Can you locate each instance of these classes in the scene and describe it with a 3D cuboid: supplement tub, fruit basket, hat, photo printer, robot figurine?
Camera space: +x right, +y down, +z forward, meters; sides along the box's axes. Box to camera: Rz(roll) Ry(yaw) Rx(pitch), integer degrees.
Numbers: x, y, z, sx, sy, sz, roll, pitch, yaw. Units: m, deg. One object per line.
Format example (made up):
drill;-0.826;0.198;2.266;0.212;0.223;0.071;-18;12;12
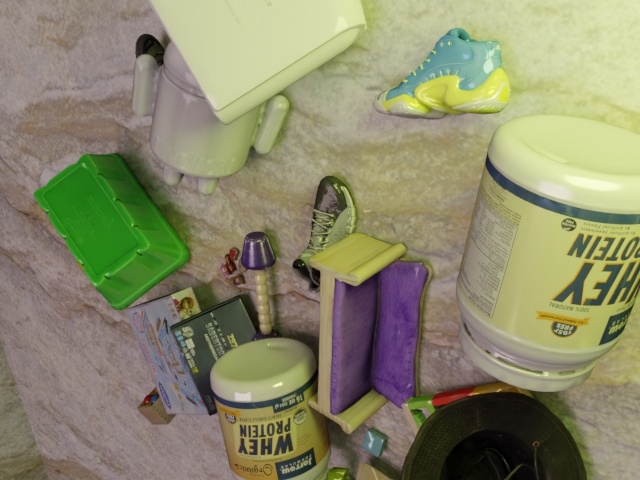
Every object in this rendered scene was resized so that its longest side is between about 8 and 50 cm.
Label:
supplement tub;0.316;0.017;0.931;0.235;0.235;0.325;28;127;32
fruit basket;-0.538;-0.012;1.785;0.392;0.283;0.392;53;180;1
hat;0.270;0.386;1.145;0.134;0.331;0.332;-149;41;-76
supplement tub;-0.100;0.395;1.481;0.228;0.228;0.316;8;115;42
photo printer;-0.094;-0.375;1.127;0.307;0.107;0.256;-31;84;5
robot figurine;-0.216;-0.262;1.327;0.299;0.200;0.354;13;125;-10

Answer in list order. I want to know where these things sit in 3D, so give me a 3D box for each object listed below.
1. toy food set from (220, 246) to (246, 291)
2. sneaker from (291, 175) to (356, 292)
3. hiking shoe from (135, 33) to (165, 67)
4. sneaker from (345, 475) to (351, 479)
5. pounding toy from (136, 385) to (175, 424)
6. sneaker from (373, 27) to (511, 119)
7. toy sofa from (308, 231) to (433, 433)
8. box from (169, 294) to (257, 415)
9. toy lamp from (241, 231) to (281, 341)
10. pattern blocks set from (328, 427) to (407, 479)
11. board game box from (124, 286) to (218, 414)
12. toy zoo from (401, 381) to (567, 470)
toy food set;-0.207;0.066;1.621;0.078;0.019;0.122;35;130;27
sneaker;0.000;0.000;1.304;0.086;0.132;0.229;16;120;39
hiking shoe;-0.308;-0.356;1.477;0.114;0.086;0.227;-26;99;36
sneaker;0.103;0.657;1.563;0.262;0.099;0.121;44;130;18
pounding toy;-0.455;0.445;1.981;0.100;0.141;0.130;50;144;-15
sneaker;0.184;-0.253;1.052;0.240;0.091;0.126;7;96;42
toy sofa;0.087;0.184;1.299;0.177;0.150;0.363;23;125;35
box;-0.227;0.271;1.629;0.059;0.183;0.233;-170;56;-82
toy lamp;-0.132;0.113;1.530;0.080;0.080;0.275;19;121;37
pattern blocks set;0.127;0.588;1.482;0.285;0.026;0.325;34;110;29
board game box;-0.371;0.298;1.794;0.318;0.065;0.319;-17;95;52
toy zoo;0.305;0.355;1.239;0.293;0.030;0.192;-22;95;39
